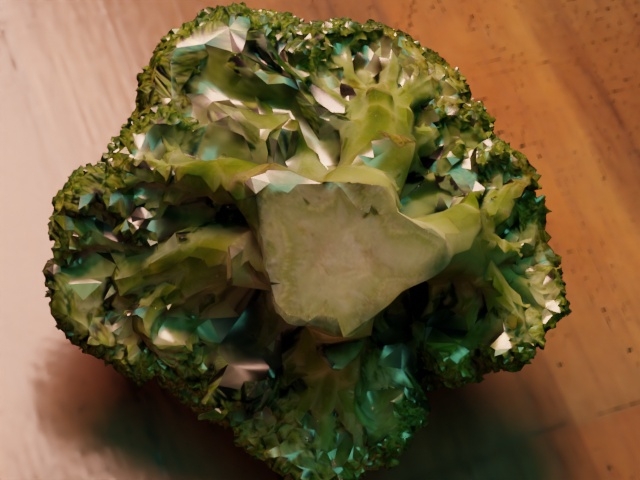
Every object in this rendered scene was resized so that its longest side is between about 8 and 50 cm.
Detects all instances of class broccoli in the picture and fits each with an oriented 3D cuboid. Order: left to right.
[{"bbox_3d":[0.000,0.000,0.590,0.162,0.138,0.146,28,91,-10],"label":"broccoli"}]
